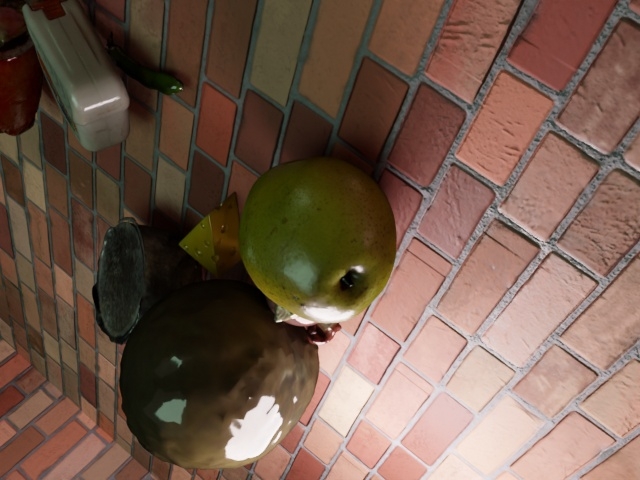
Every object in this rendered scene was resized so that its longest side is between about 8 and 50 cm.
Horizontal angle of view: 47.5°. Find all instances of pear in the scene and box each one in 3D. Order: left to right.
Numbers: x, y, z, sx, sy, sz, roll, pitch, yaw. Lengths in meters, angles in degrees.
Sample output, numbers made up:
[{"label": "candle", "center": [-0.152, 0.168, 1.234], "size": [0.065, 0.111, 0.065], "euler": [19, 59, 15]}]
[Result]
[{"label": "pear", "center": [0.000, 0.000, 1.231], "size": [0.294, 0.294, 0.294], "euler": [26, 138, 26]}]

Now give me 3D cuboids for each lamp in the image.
[{"label": "lamp", "center": [-0.024, 0.107, 1.468], "size": [0.215, 0.151, 0.223], "euler": [53, -174, 2]}]

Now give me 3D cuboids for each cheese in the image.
[{"label": "cheese", "center": [-0.223, -0.026, 1.568], "size": [0.126, 0.093, 0.171], "euler": [39, 141, 11]}]

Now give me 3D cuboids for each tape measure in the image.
[{"label": "tape measure", "center": [-0.483, -0.334, 1.477], "size": [0.258, 0.130, 0.265], "euler": [57, 161, 15]}]

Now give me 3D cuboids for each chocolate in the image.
[{"label": "chocolate", "center": [-0.392, 0.102, 1.745], "size": [0.303, 0.213, 0.303], "euler": [-14, 73, 51]}]

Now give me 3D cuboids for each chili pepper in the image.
[{"label": "chili pepper", "center": [-0.729, -0.398, 1.610], "size": [0.305, 0.229, 0.251], "euler": [-47, 56, 57]}]

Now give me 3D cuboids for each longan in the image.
[{"label": "longan", "center": [-0.220, 0.284, 1.539], "size": [0.404, 0.404, 0.436], "euler": [30, -178, 21]}]

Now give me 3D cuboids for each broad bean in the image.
[{"label": "broad bean", "center": [-0.355, -0.341, 1.458], "size": [0.227, 0.039, 0.069], "euler": [35, 141, 20]}]
